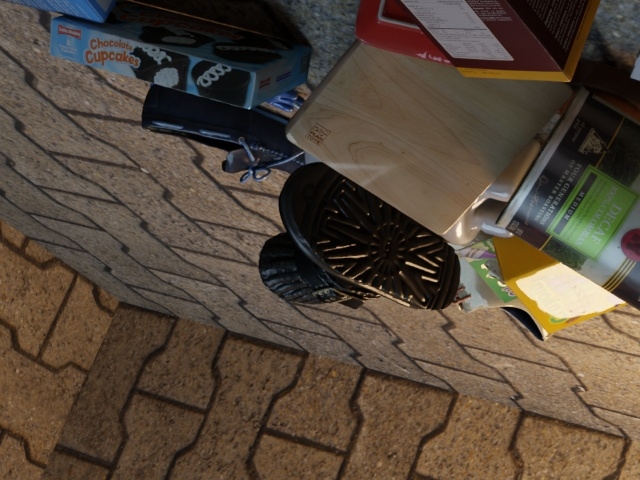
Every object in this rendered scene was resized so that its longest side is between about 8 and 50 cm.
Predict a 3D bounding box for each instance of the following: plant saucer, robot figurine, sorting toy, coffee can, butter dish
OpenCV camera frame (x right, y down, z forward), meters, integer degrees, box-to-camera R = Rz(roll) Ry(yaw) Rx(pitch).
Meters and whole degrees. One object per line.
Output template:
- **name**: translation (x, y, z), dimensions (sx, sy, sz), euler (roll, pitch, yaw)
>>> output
- **plant saucer**: translation (0.357, -0.174, 1.735), dimensions (0.168, 0.029, 0.168), euler (21, 164, 6)
- **robot figurine**: translation (0.128, -0.115, 1.924), dimensions (0.354, 0.199, 0.300), euler (16, 136, 21)
- **sorting toy**: translation (0.130, -0.177, 1.701), dimensions (0.257, 0.255, 0.089), euler (31, -156, -23)
- **coffee can**: translation (0.381, -0.033, 1.659), dimensions (0.275, 0.201, 0.201), euler (31, 165, 5)
- **butter dish**: translation (0.139, -0.276, 1.522), dimensions (0.160, 0.159, 0.118), euler (16, -174, 22)

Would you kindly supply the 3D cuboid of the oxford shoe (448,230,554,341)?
- **oxford shoe**: translation (0.230, 0.031, 2.124), dimensions (0.397, 0.146, 0.140), euler (26, 174, -13)

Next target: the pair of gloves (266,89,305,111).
- **pair of gloves**: translation (-0.107, -0.255, 2.114), dimensions (0.159, 0.023, 0.198), euler (16, 164, 22)

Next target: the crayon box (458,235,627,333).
- **crayon box**: translation (0.387, 0.028, 1.958), dimensions (0.323, 0.083, 0.203), euler (-22, 146, 18)

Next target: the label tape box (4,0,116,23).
- **label tape box**: translation (-0.465, -0.430, 1.858), dimensions (0.348, 0.115, 0.249), euler (17, 165, 25)

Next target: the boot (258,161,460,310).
- **boot**: translation (-0.001, 0.004, 1.876), dimensions (0.260, 0.131, 0.348), euler (6, 157, 45)

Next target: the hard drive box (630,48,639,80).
- **hard drive box**: translation (0.453, -0.203, 1.393), dimensions (0.232, 0.089, 0.181), euler (19, 165, 9)

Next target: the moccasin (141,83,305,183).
- **moccasin**: translation (-0.140, -0.161, 2.295), dimensions (0.342, 0.116, 0.138), euler (23, 165, -2)

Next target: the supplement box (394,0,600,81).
- **supplement box**: translation (0.174, -0.285, 1.306), dimensions (0.129, 0.191, 0.194), euler (9, 160, 40)

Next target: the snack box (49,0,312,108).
- **snack box**: translation (-0.196, -0.268, 1.933), dimensions (0.322, 0.060, 0.187), euler (17, -157, 19)
